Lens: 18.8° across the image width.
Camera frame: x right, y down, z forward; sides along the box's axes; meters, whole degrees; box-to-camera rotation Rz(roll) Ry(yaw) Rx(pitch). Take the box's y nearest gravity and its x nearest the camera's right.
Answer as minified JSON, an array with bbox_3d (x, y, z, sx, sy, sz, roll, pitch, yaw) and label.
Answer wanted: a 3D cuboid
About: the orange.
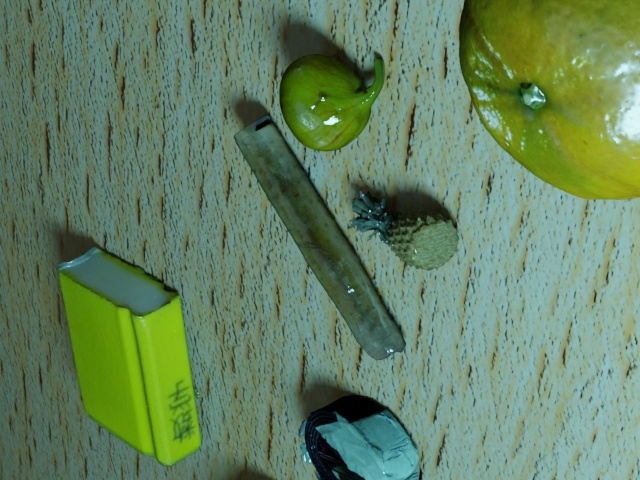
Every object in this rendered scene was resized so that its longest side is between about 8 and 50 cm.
[{"bbox_3d":[0.198,-0.140,1.358,0.240,0.171,0.240,32,137,36],"label":"orange"}]

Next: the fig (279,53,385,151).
[{"bbox_3d":[0.013,-0.121,1.706,0.098,0.082,0.084,1,82,35],"label":"fig"}]

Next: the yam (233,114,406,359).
[{"bbox_3d":[0.000,0.000,1.837,0.264,0.046,0.046,59,147,2],"label":"yam"}]

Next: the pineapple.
[{"bbox_3d":[0.072,-0.012,1.742,0.124,0.058,0.058,30,139,56],"label":"pineapple"}]

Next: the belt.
[{"bbox_3d":[0.041,0.211,1.939,0.140,0.058,0.105,25,128,45],"label":"belt"}]

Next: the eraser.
[{"bbox_3d":[-0.213,0.134,2.195,0.158,0.069,0.226,26,135,38],"label":"eraser"}]
